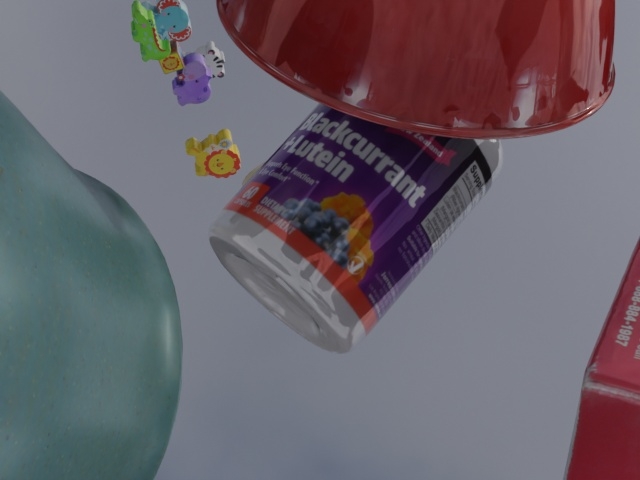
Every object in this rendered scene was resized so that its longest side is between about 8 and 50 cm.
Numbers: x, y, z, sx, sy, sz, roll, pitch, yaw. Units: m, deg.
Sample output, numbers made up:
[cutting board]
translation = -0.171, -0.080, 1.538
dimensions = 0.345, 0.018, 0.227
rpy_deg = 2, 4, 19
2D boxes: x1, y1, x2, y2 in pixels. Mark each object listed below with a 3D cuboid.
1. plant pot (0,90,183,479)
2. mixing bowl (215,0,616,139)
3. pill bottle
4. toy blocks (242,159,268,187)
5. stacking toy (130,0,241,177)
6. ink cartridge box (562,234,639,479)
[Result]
[plant pot]
translation = -0.190, 0.035, 0.430
dimensions = 0.271, 0.272, 0.255
rpy_deg = -32, -26, 20
[mixing bowl]
translation = 0.051, -0.133, 0.543
dimensions = 0.181, 0.181, 0.098
rpy_deg = 10, -54, -3
[pill bottle]
translation = 0.035, -0.040, 0.728
dimensions = 0.108, 0.108, 0.193
rpy_deg = 47, -106, -22
[toy blocks]
translation = 0.000, 0.000, 1.169
dimensions = 0.054, 0.123, 0.148
rpy_deg = -38, -64, -14
[stacking toy]
translation = -0.137, -0.191, 1.261
dimensions = 0.052, 0.167, 0.221
rpy_deg = -18, -45, 4
[ink cartridge box]
translation = 0.341, 0.109, 0.661
dimensions = 0.384, 0.279, 0.160
rpy_deg = 15, -57, 19
